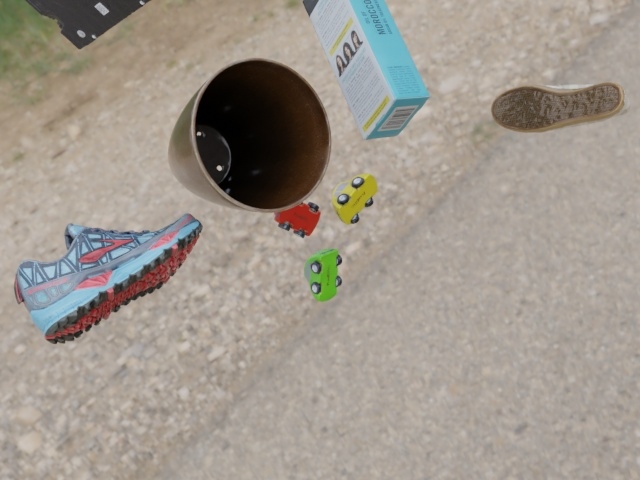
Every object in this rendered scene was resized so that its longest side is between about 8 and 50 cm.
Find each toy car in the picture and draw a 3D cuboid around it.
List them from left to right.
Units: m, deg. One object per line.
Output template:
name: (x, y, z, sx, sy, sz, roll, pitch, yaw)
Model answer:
toy car: (0.000, 0.000, 1.699, 0.239, 0.225, 0.053, -18, 30, -40)

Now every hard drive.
hard drive: (-0.439, -0.510, 1.782, 0.339, 0.237, 0.064, -17, 39, 46)

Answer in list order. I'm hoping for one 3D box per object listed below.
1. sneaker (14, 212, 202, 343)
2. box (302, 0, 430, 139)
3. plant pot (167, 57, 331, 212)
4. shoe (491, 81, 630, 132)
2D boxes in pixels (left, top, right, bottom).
sneaker: (-0.263, 0.014, 1.204, 0.262, 0.125, 0.104, -33, -13, -39)
box: (0.059, -0.268, 1.325, 0.060, 0.100, 0.244, -10, 67, -30)
plant pot: (-0.135, -0.138, 1.415, 0.215, 0.215, 0.230, -45, 19, -25)
shoe: (0.372, -0.204, 1.489, 0.219, 0.076, 0.058, 1, 0, 36)
